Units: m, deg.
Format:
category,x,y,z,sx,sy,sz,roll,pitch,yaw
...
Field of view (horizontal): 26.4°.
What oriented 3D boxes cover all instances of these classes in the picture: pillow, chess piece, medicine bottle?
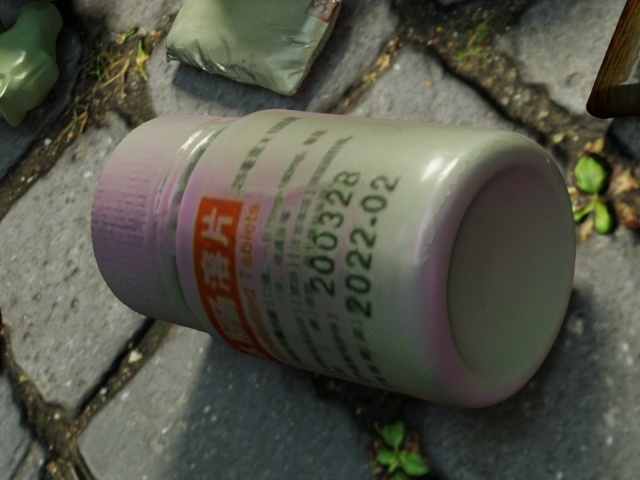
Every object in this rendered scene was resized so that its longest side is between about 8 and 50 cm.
category,x,y,z,sx,sy,sz,roll,pitch,yaw
pillow,-0.074,-0.231,1.463,0.229,0.051,0.128,20,82,43
chess piece,-0.439,-0.242,1.703,0.298,0.176,0.176,17,75,29
medicine bottle,0.000,0.000,1.153,0.388,0.219,0.219,10,71,40

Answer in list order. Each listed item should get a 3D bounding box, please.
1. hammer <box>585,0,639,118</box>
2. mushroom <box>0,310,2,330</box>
category,x,y,z,sx,sy,sz,roll,pitch,yaw
hammer,0.326,-0.290,1.166,0.242,0.095,0.409,14,76,41
mushroom,-0.405,0.103,1.500,0.126,0.085,0.109,1,31,40
